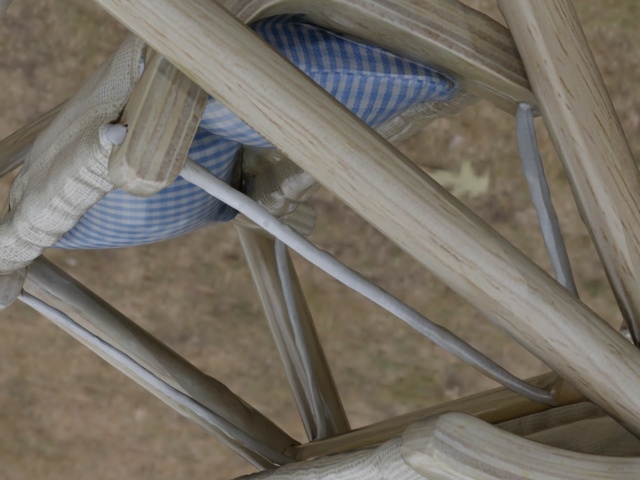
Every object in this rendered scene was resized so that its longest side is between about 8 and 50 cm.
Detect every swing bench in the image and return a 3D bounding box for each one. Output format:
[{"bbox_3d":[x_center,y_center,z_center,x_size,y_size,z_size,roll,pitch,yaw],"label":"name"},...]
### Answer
[{"bbox_3d":[0.000,0.000,0.499,0.254,0.165,0.253,54,153,-2],"label":"swing bench"}]

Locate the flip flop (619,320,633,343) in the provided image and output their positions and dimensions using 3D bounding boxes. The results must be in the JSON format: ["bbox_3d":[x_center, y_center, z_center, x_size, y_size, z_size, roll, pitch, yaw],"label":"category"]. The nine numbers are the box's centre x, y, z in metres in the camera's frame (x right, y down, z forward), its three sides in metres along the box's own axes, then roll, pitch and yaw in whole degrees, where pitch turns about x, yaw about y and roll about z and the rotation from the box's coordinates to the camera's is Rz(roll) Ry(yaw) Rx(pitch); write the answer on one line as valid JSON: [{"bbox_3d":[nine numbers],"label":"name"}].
[{"bbox_3d":[0.291,0.158,1.196,0.112,0.080,0.277,13,142,27],"label":"flip flop"}]
